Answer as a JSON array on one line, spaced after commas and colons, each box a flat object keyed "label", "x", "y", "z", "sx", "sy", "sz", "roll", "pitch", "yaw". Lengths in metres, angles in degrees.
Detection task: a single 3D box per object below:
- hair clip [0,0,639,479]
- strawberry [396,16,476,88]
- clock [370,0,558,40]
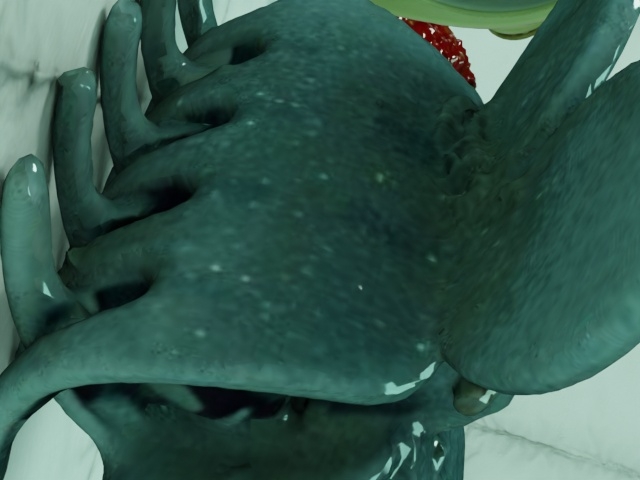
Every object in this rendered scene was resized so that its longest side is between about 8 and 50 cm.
[{"label": "hair clip", "x": 0.000, "y": 0.000, "z": 0.616, "sx": 0.318, "sy": 0.238, "sz": 0.392, "roll": -73, "pitch": 179, "yaw": -47}, {"label": "strawberry", "x": 0.054, "y": -0.216, "z": 1.648, "sx": 0.261, "sy": 0.257, "sz": 0.261, "roll": -44, "pitch": 174, "yaw": -6}, {"label": "clock", "x": 0.111, "y": -0.235, "z": 0.802, "sx": 0.235, "sy": 0.308, "sz": 0.096, "roll": 107, "pitch": 2, "yaw": -47}]
